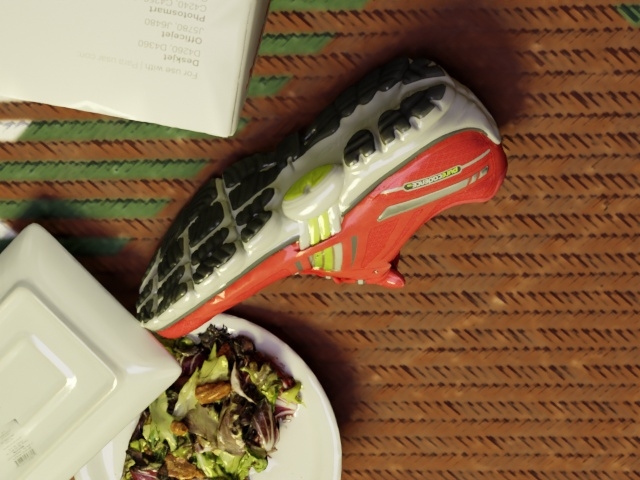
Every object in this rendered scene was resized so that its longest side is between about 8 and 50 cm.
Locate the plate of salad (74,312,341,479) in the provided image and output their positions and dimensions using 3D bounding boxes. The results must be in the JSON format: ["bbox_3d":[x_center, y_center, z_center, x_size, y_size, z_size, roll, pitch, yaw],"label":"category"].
[{"bbox_3d":[-0.084,0.148,1.339,0.200,0.048,0.200,2,98,15],"label":"plate of salad"}]

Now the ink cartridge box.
[{"bbox_3d":[-0.112,-0.230,1.080,0.197,0.198,0.270,10,118,0],"label":"ink cartridge box"}]

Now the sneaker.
[{"bbox_3d":[0.000,0.000,1.251,0.279,0.107,0.118,-31,122,23],"label":"sneaker"}]

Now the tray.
[{"bbox_3d":[-0.230,0.121,1.348,0.145,0.030,0.270,44,119,-4],"label":"tray"}]
